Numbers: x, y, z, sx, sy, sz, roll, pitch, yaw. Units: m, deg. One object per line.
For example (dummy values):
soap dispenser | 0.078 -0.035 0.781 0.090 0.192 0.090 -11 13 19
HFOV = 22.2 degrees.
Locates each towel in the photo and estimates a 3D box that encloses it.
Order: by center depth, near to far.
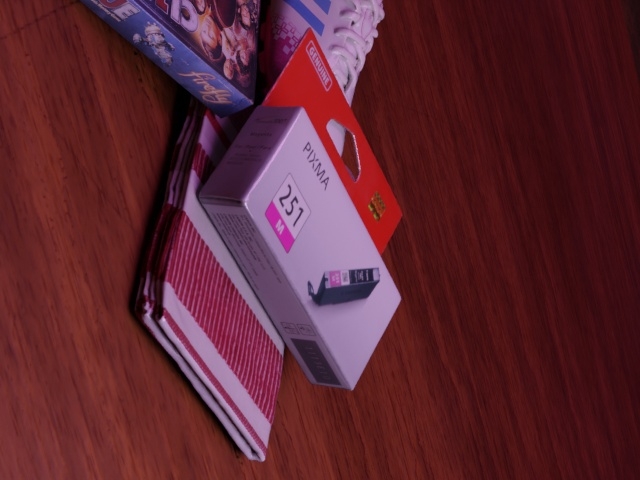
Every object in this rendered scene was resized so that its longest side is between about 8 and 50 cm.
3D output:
towel | -0.086 0.013 1.553 0.237 0.037 0.329 58 30 -42

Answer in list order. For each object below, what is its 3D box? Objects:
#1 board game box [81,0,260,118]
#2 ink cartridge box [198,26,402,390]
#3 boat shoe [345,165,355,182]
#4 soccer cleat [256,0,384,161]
board game box | -0.142 -0.242 1.478 0.243 0.042 0.165 39 43 -44
ink cartridge box | 0.010 -0.030 1.596 0.239 0.060 0.275 -59 138 -32
boat shoe | 0.000 0.000 1.764 0.065 0.075 0.206 119 -24 -49
soccer cleat | 0.008 -0.221 1.708 0.116 0.143 0.331 51 29 -59
